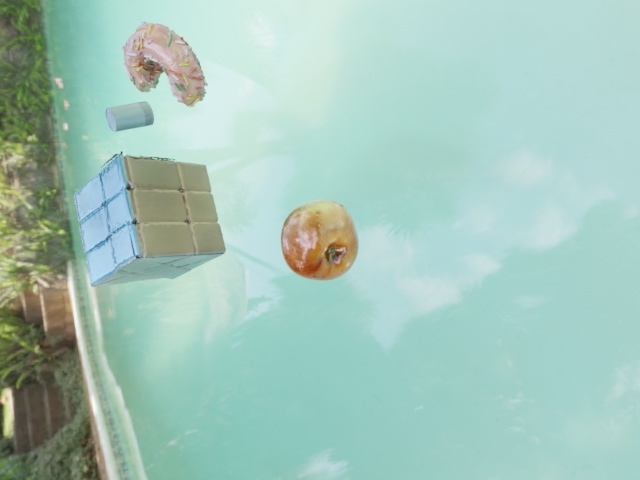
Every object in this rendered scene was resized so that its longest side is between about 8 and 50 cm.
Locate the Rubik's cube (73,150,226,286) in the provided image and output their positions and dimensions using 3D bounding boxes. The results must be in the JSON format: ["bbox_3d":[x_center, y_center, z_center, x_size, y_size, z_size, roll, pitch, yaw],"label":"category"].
[{"bbox_3d":[-0.383,-0.040,1.080,0.231,0.221,0.225,-23,77,37],"label":"Rubik's cube"}]

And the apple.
[{"bbox_3d":[0.000,0.000,1.184,0.164,0.209,0.210,-135,46,-57],"label":"apple"}]

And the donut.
[{"bbox_3d":[-0.403,-0.441,1.215,0.232,0.085,0.199,20,141,21],"label":"donut"}]

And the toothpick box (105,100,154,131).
[{"bbox_3d":[-0.399,-0.260,1.007,0.052,0.083,0.052,29,130,41],"label":"toothpick box"}]
